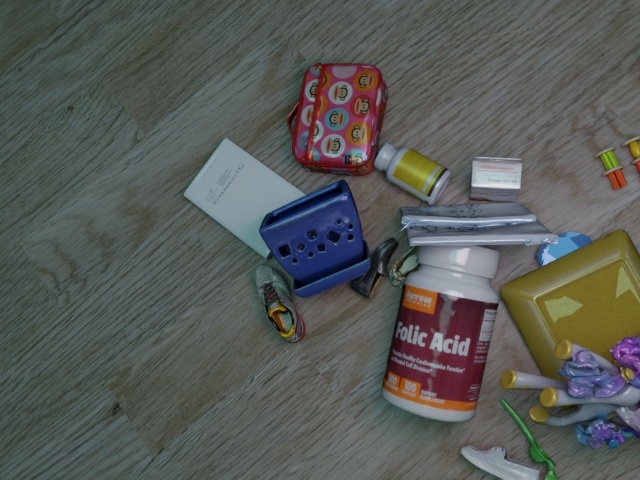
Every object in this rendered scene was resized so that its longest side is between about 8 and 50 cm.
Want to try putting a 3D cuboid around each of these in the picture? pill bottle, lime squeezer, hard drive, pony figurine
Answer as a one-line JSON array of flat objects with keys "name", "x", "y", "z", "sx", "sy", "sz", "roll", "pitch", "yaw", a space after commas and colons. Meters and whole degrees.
[{"name": "pill bottle", "x": 0.235, "y": -0.176, "z": 1.642, "sx": 0.184, "sy": 0.103, "sz": 0.103, "roll": 32, "pitch": 88, "yaw": 15}, {"name": "lime squeezer", "x": 0.498, "y": 0.527, "z": 1.505, "sx": 0.110, "sy": 0.059, "sz": 0.310, "roll": -13, "pitch": 78, "yaw": 41}, {"name": "hard drive", "x": -0.202, "y": -0.118, "z": 1.759, "sx": 0.308, "sy": 0.040, "sz": 0.203, "roll": 36, "pitch": 90, "yaw": 15}, {"name": "pill bottle", "x": 0.286, "y": 0.198, "z": 1.486, "sx": 0.224, "sy": 0.224, "sz": 0.392, "roll": 12, "pitch": 90, "yaw": 14}, {"name": "pony figurine", "x": 0.618, "y": 0.307, "z": 1.319, "sx": 0.364, "sy": 0.351, "sz": 0.302, "roll": 15, "pitch": 55, "yaw": -16}]

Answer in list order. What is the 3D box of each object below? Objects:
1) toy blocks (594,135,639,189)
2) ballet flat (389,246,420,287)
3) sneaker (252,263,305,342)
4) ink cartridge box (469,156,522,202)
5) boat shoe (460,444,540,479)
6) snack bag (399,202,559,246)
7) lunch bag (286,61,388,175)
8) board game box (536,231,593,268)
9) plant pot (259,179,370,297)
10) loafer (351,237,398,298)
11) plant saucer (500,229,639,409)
[{"name": "toy blocks", "x": 0.756, "y": -0.165, "z": 1.555, "sx": 0.123, "sy": 0.054, "sz": 0.148, "roll": -23, "pitch": 77, "yaw": 7}, {"name": "ballet flat", "x": 0.273, "y": 0.030, "z": 1.614, "sx": 0.241, "sy": 0.077, "sz": 0.091, "roll": -44, "pitch": 74, "yaw": 2}, {"name": "sneaker", "x": -0.111, "y": 0.159, "z": 1.666, "sx": 0.088, "sy": 0.093, "sz": 0.225, "roll": -32, "pitch": 75, "yaw": 5}, {"name": "ink cartridge box", "x": 0.422, "y": -0.145, "z": 1.548, "sx": 0.115, "sy": 0.198, "sz": 0.067, "roll": 3, "pitch": 81, "yaw": 13}, {"name": "boat shoe", "x": 0.419, "y": 0.515, "z": 1.491, "sx": 0.184, "sy": 0.066, "sz": 0.063, "roll": 21, "pitch": 89, "yaw": 36}, {"name": "snack bag", "x": 0.345, "y": -0.041, "z": 1.475, "sx": 0.323, "sy": 0.342, "sz": 0.037, "roll": -1, "pitch": 104, "yaw": 7}, {"name": "lunch bag", "x": 0.035, "y": -0.325, "z": 1.709, "sx": 0.258, "sy": 0.120, "sz": 0.293, "roll": 6, "pitch": 81, "yaw": 17}, {"name": "board game box", "x": 0.609, "y": 0.063, "z": 1.560, "sx": 0.133, "sy": 0.033, "sz": 0.168, "roll": -22, "pitch": 84, "yaw": 7}, {"name": "plant pot", "x": 0.000, "y": 0.000, "z": 1.586, "sx": 0.236, "sy": 0.236, "sz": 0.212, "roll": -23, "pitch": 102, "yaw": 6}, {"name": "loafer", "x": 0.151, "y": 0.072, "z": 1.637, "sx": 0.061, "sy": 0.062, "sz": 0.170, "roll": 39, "pitch": 100, "yaw": 32}, {"name": "plant saucer", "x": 0.645, "y": 0.186, "z": 1.490, "sx": 0.333, "sy": 0.081, "sz": 0.332, "roll": -27, "pitch": 83, "yaw": 6}]
